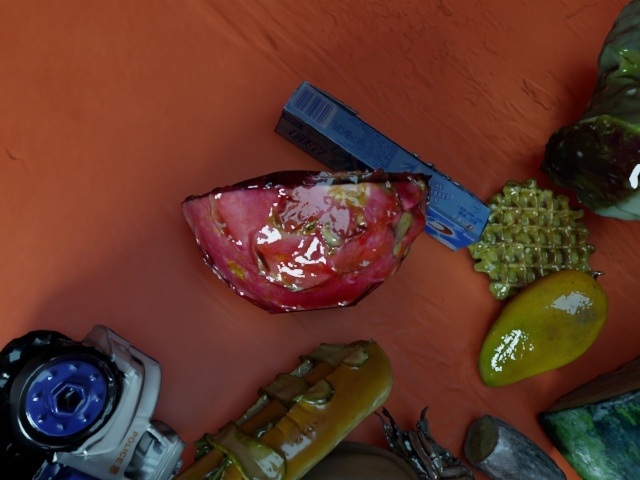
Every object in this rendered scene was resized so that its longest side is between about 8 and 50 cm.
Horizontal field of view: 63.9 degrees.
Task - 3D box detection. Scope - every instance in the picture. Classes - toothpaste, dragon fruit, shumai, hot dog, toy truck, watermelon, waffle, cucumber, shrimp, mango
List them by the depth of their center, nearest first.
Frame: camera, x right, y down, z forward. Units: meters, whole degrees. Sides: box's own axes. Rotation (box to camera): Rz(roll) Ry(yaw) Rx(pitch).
[{"bbox_3d":[-0.208,0.183,0.424,0.177,0.161,0.213,39,66,-26],"label":"toy truck"},{"bbox_3d":[-0.034,0.172,0.474,0.270,0.109,0.072,-32,101,-34],"label":"hot dog"},{"bbox_3d":[0.000,0.000,0.512,0.262,0.163,0.189,-9,120,-6],"label":"dragon fruit"},{"bbox_3d":[0.121,0.241,0.537,0.190,0.075,0.073,46,62,-2],"label":"shrimp"},{"bbox_3d":[0.466,0.197,0.568,0.283,0.250,0.292,46,70,-7],"label":"watermelon"},{"bbox_3d":[0.220,0.249,0.577,0.112,0.064,0.064,35,68,-8],"label":"cucumber"},{"bbox_3d":[0.260,0.103,0.600,0.187,0.066,0.101,-40,99,6],"label":"mango"},{"bbox_3d":[0.075,-0.083,0.614,0.272,0.066,0.053,33,68,-6],"label":"toothpaste"},{"bbox_3d":[0.276,0.011,0.666,0.191,0.038,0.191,4,77,-16],"label":"waffle"},{"bbox_3d":[0.437,-0.126,0.682,0.263,0.304,0.309,-36,51,5],"label":"shumai"}]

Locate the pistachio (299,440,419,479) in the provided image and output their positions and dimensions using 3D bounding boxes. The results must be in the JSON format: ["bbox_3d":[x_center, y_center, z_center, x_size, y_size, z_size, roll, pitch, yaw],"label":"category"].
[{"bbox_3d":[-0.009,0.278,0.460,0.238,0.153,0.137,-34,128,-19],"label":"pistachio"}]
